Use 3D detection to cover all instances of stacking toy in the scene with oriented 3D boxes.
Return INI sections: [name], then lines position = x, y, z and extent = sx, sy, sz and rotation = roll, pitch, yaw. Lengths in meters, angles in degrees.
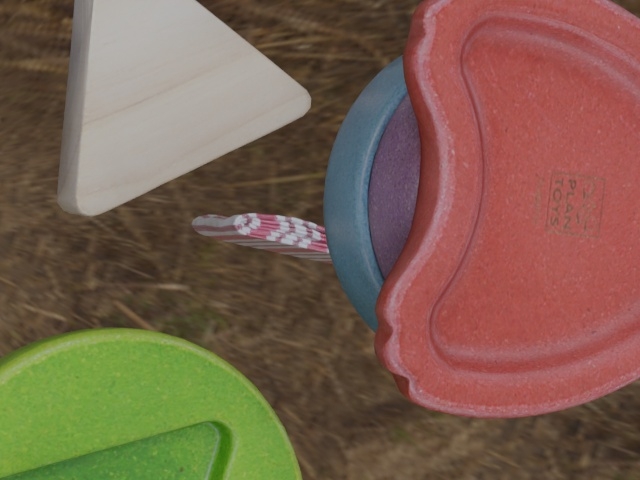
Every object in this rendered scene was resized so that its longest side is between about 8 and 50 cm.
[stacking toy]
position = -0.007, 0.050, 0.693
extent = 0.279, 0.130, 0.309
rotation = 16, 87, -23

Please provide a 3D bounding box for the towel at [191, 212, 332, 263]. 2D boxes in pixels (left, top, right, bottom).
[towel]
position = 0.000, 0.000, 1.628
extent = 0.197, 0.144, 0.029
rotation = 12, 85, -18
